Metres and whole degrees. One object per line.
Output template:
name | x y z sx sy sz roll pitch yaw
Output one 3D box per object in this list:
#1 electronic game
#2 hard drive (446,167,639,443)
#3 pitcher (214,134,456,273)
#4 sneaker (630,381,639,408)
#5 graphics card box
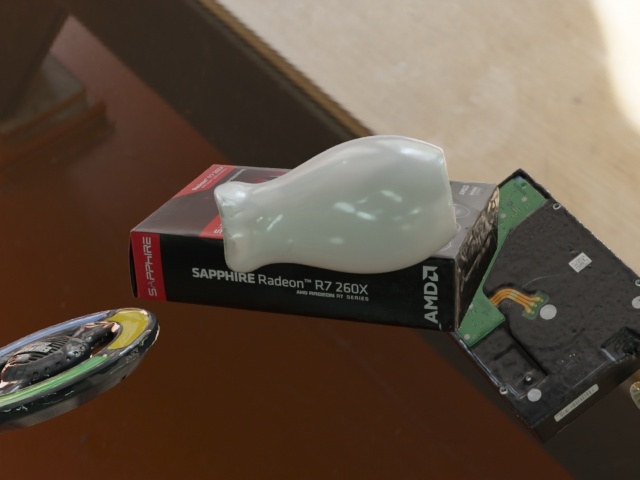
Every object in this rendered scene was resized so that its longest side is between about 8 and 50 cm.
electronic game | -0.262 0.120 1.127 0.229 0.229 0.048 -29 107 -34
hard drive | 0.280 0.078 1.572 0.237 0.064 0.339 -39 48 -1
pitcher | 0.018 -0.028 1.115 0.207 0.178 0.125 -10 93 5
sneaker | 0.426 0.218 1.509 0.032 0.037 0.083 -35 61 -9
graphics card box | 0.000 0.000 1.335 0.371 0.094 0.233 6 24 19
